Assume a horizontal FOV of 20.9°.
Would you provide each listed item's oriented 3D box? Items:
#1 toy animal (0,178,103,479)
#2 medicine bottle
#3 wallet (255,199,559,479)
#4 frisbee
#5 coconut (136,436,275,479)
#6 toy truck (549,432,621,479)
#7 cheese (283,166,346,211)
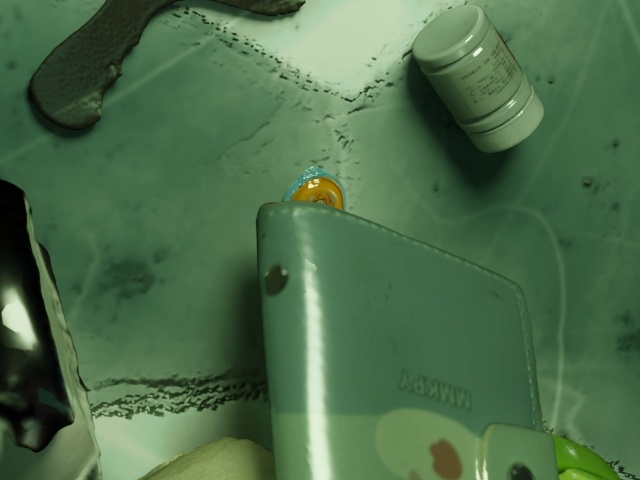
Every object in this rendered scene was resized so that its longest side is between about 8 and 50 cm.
[{"bbox_3d":[-0.297,0.103,1.019,0.310,0.251,0.251,-16,115,-8],"label":"toy animal"},{"bbox_3d":[0.109,-0.112,1.201,0.058,0.058,0.091,-40,120,-5],"label":"medicine bottle"},{"bbox_3d":[0.069,0.159,1.142,0.252,0.083,0.360,17,57,-40],"label":"wallet"},{"bbox_3d":[-0.095,-0.167,1.119,0.187,0.012,0.211,5,107,-26],"label":"frisbee"},{"bbox_3d":[-0.065,0.257,1.168,0.244,0.239,0.239,35,93,-35],"label":"coconut"},{"bbox_3d":[0.173,0.241,1.292,0.148,0.210,0.187,29,78,-29],"label":"toy truck"},{"bbox_3d":[0.000,0.000,1.220,0.047,0.017,0.111,-15,115,-15],"label":"cheese"}]
